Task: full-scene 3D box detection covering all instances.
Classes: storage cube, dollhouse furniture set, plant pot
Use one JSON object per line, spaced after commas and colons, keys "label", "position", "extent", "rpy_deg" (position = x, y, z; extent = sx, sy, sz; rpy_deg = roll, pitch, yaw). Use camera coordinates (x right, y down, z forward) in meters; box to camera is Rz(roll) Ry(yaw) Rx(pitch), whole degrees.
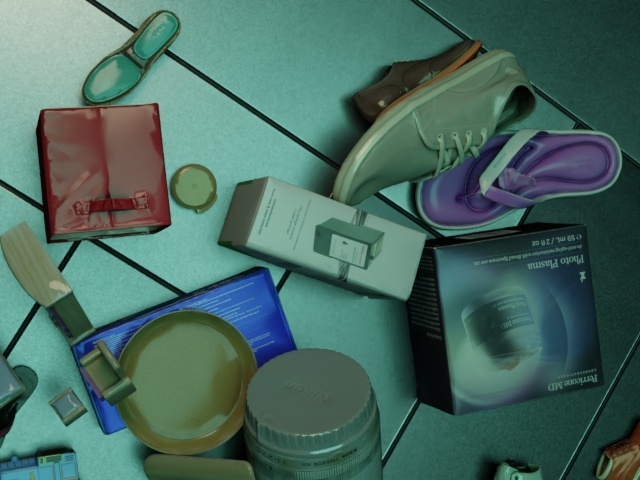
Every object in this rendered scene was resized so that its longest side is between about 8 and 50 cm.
{"label": "storage cube", "position": [-0.344, -0.103, 1.784], "extent": [0.184, 0.215, 0.193], "rpy_deg": [-5, 86, -16]}
{"label": "dollhouse furniture set", "position": [-0.489, 0.175, 1.691], "extent": [0.303, 0.198, 0.286], "rpy_deg": [-34, 72, -12]}
{"label": "plant pot", "position": [-0.218, 0.228, 1.840], "extent": [0.236, 0.032, 0.236], "rpy_deg": [-1, 93, -17]}

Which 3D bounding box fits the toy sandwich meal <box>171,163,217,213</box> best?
{"label": "toy sandwich meal", "position": [-0.212, -0.089, 1.917], "extent": [0.085, 0.029, 0.085], "rpy_deg": [0, 89, -13]}

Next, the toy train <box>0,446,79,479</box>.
{"label": "toy train", "position": [-0.470, 0.395, 1.823], "extent": [0.184, 0.080, 0.105], "rpy_deg": [-7, 84, -16]}

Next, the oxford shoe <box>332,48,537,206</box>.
{"label": "oxford shoe", "position": [0.207, -0.181, 1.938], "extent": [0.449, 0.169, 0.130], "rpy_deg": [-34, 68, -26]}

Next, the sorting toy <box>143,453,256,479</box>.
{"label": "sorting toy", "position": [-0.123, 0.442, 1.803], "extent": [0.041, 0.307, 0.229], "rpy_deg": [-56, 134, -46]}

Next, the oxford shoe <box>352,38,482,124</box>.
{"label": "oxford shoe", "position": [0.175, -0.294, 1.998], "extent": [0.271, 0.097, 0.098], "rpy_deg": [-37, 75, -25]}

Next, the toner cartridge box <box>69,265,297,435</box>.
{"label": "toner cartridge box", "position": [-0.226, 0.179, 1.892], "extent": [0.348, 0.075, 0.165], "rpy_deg": [-20, 96, -16]}

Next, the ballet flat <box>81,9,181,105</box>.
{"label": "ballet flat", "position": [-0.308, -0.293, 1.863], "extent": [0.206, 0.067, 0.073], "rpy_deg": [-43, 98, -9]}

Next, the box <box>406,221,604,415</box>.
{"label": "box", "position": [0.319, 0.132, 2.003], "extent": [0.296, 0.183, 0.294], "rpy_deg": [-9, 95, -16]}

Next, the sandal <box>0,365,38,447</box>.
{"label": "sandal", "position": [-0.519, 0.281, 1.822], "extent": [0.067, 0.040, 0.179], "rpy_deg": [34, 81, -15]}

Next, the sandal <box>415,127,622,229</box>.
{"label": "sandal", "position": [0.368, -0.129, 2.052], "extent": [0.416, 0.102, 0.169], "rpy_deg": [-15, 95, -16]}

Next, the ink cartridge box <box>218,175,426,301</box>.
{"label": "ink cartridge box", "position": [0.000, 0.000, 1.888], "extent": [0.289, 0.211, 0.121], "rpy_deg": [20, 84, -17]}

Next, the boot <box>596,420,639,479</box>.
{"label": "boot", "position": [0.582, 0.398, 2.151], "extent": [0.085, 0.059, 0.158], "rpy_deg": [27, 84, -11]}

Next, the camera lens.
{"label": "camera lens", "position": [-0.009, 0.341, 1.845], "extent": [0.219, 0.219, 0.274], "rpy_deg": [-17, 128, -16]}

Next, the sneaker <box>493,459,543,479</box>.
{"label": "sneaker", "position": [0.296, 0.479, 2.044], "extent": [0.256, 0.094, 0.151], "rpy_deg": [-12, 100, -26]}
